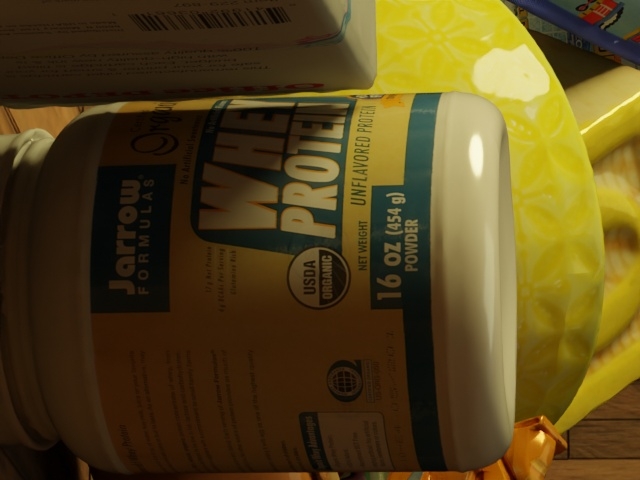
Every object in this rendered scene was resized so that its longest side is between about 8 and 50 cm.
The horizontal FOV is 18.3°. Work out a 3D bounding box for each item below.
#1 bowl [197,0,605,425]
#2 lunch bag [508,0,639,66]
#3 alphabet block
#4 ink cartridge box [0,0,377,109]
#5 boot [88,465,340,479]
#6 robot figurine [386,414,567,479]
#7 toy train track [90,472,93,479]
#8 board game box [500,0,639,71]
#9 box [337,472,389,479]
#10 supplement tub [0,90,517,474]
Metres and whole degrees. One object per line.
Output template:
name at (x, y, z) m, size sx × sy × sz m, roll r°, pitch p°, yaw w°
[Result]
bowl at (0.000, 0.000, 1.072) m, size 0.289 × 0.156 × 0.289 m, roll 27°, pitch -56°, yaw 49°
lunch bag at (0.189, -0.227, 1.154) m, size 0.221 × 0.138 × 0.293 m, roll -56°, pitch 151°, yaw 14°
alphabet block at (0.110, -0.008, 1.271) m, size 0.197 × 0.192 × 0.193 m, roll 30°, pitch -31°, yaw 51°
ink cartridge box at (-0.067, -0.104, 0.638) m, size 0.212 × 0.154 × 0.093 m, roll 47°, pitch 42°, yaw -79°
boot at (-0.078, 0.183, 0.832) m, size 0.220 × 0.109 × 0.283 m, roll -42°, pitch 115°, yaw -44°
robot figurine at (0.055, 0.226, 0.832) m, size 0.211 × 0.085 × 0.291 m, roll 45°, pitch 52°, yaw -35°
toy train track at (-0.101, 0.077, 0.950) m, size 0.048 × 0.014 × 0.083 m, roll 63°, pitch 27°, yaw -77°
board game box at (0.097, -0.162, 1.389) m, size 0.066 × 0.318 × 0.319 m, roll -89°, pitch 176°, yaw -65°
box at (-0.020, 0.218, 1.206) m, size 0.243 × 0.117 × 0.213 m, roll -69°, pitch 158°, yaw -75°
supplement tub at (-0.027, 0.017, 0.760) m, size 0.144 × 0.199 × 0.144 m, roll -2°, pitch 90°, yaw -82°
